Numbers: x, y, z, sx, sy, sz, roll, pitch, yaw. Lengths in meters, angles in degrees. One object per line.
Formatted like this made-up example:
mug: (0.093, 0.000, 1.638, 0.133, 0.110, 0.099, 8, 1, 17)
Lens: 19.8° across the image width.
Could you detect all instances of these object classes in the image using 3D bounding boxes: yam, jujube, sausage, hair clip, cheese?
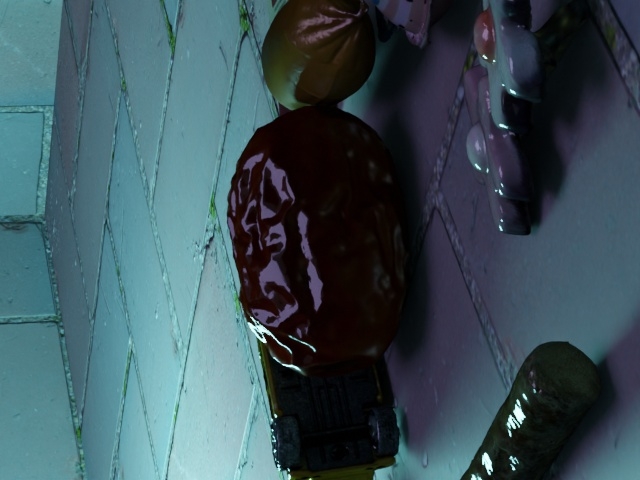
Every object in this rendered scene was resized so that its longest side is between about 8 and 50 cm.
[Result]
yam: (0.147, 0.161, 1.395, 0.274, 0.061, 0.061, 110, 153, -56)
jujube: (0.000, 0.000, 1.722, 0.174, 0.174, 0.250, 135, 125, -69)
sausage: (0.002, -0.182, 1.729, 0.328, 0.112, 0.112, 174, 94, -83)
hair clip: (0.142, -0.112, 1.369, 0.257, 0.075, 0.146, 100, 156, -51)
cheese: (0.071, -0.249, 1.589, 0.286, 0.074, 0.189, 134, 132, -80)

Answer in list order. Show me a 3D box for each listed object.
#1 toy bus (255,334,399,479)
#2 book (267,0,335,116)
toy bus: (-0.011, 0.101, 1.850, 0.123, 0.121, 0.335, 95, 166, -55)
book: (-0.023, -0.212, 2.024, 0.162, 0.022, 0.232, 137, 129, -67)
